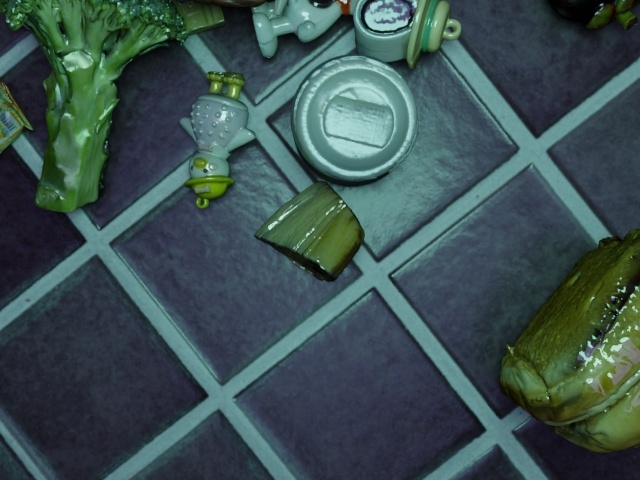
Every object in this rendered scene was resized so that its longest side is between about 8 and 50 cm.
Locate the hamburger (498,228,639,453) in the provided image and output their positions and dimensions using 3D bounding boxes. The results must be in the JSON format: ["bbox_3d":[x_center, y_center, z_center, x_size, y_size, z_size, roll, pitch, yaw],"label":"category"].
[{"bbox_3d":[0.379,0.128,0.968,0.174,0.304,0.284,30,91,-1],"label":"hamburger"}]

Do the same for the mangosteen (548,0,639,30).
[{"bbox_3d":[0.404,-0.366,1.046,0.137,0.137,0.151,-37,83,2],"label":"mangosteen"}]

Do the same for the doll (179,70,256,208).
[{"bbox_3d":[-0.159,-0.149,1.088,0.129,0.081,0.207,13,94,20],"label":"doll"}]

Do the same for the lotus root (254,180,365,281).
[{"bbox_3d":[0.001,-0.004,1.088,0.135,0.095,0.159,-46,50,-3],"label":"lotus root"}]

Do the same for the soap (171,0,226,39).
[{"bbox_3d":[-0.223,-0.438,1.105,0.092,0.037,0.252,-17,91,0],"label":"soap"}]

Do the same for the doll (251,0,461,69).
[{"bbox_3d":[0.045,-0.318,1.064,0.271,0.144,0.208,-27,72,0],"label":"doll"}]

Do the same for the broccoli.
[{"bbox_3d":[-0.372,-0.233,1.051,0.252,0.221,0.361,28,100,-18],"label":"broccoli"}]

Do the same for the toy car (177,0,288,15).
[{"bbox_3d":[-0.112,-0.438,0.959,0.212,0.180,0.270,13,99,-14],"label":"toy car"}]

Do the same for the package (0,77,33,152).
[{"bbox_3d":[-0.513,-0.183,1.119,0.120,0.031,0.108,-36,90,7],"label":"package"}]

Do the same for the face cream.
[{"bbox_3d":[0.047,-0.167,1.046,0.177,0.153,0.177,0,93,1],"label":"face cream"}]
